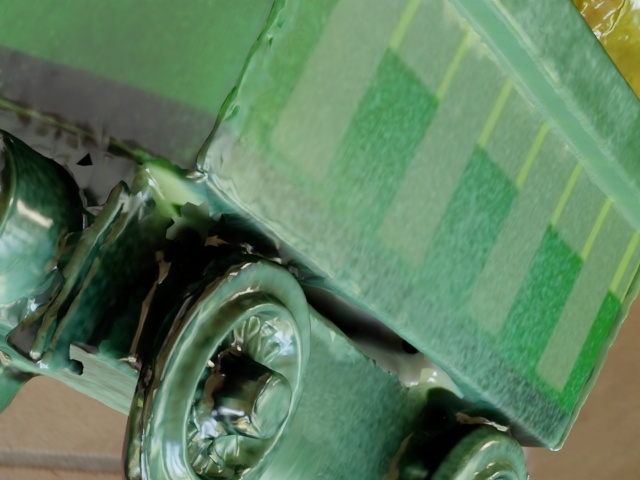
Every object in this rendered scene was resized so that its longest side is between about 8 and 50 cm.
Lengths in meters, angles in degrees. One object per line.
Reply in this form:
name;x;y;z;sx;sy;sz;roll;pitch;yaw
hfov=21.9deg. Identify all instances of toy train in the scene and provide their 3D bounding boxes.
toy train;0.000;0.000;0.489;0.301;0.120;0.202;37;76;-56

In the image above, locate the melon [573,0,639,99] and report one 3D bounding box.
melon;0.128;-0.120;0.710;0.265;0.169;0.129;-8;65;-19
